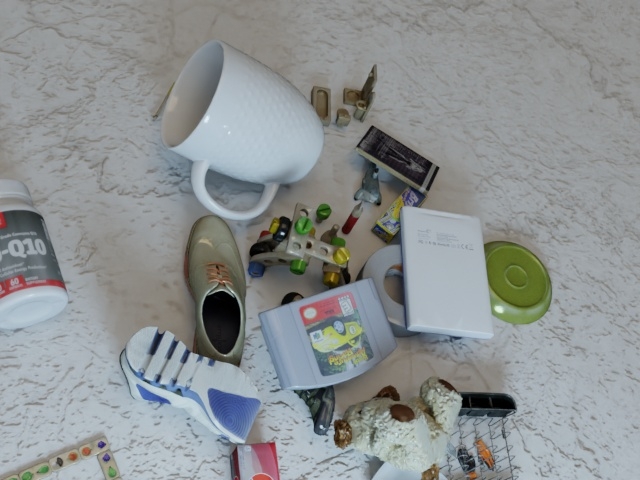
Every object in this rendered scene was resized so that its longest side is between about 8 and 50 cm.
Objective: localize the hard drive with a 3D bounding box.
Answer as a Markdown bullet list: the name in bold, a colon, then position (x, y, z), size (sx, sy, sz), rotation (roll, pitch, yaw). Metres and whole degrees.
- **hard drive**: position (0.300, 0.075, 1.866), size (0.210, 0.040, 0.318), rotation (8, 60, -14)

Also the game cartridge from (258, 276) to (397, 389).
- **game cartridge**: position (0.026, 0.206, 1.668), size (0.294, 0.060, 0.196), rotation (-16, 86, -31)

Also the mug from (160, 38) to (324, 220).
- **mug**: position (-0.179, -0.231, 1.824), size (0.328, 0.276, 0.374), rotation (24, 74, -33)

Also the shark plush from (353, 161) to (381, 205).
- **shark plush**: position (0.144, -0.160, 2.012), size (0.073, 0.067, 0.161), rotation (22, 56, -2)

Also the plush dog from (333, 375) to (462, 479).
- **plush dog**: position (0.150, 0.403, 1.638), size (0.262, 0.225, 0.210), rotation (-15, 108, -51)

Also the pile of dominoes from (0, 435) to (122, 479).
- **pile of dominoes**: position (-0.490, 0.504, 1.460), size (0.251, 0.040, 0.196), rotation (-20, 70, -26)

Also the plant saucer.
- **plant saucer**: position (0.501, 0.100, 2.005), size (0.241, 0.037, 0.241), rotation (8, 60, -14)

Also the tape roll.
- **tape roll**: position (0.194, 0.122, 1.873), size (0.219, 0.072, 0.219), rotation (8, 60, -15)

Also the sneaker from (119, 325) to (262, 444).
- **sneaker**: position (-0.283, 0.291, 1.584), size (0.315, 0.182, 0.127), rotation (38, 60, -18)

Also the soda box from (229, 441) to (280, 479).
- **soda box**: position (-0.121, 0.541, 1.528), size (0.083, 0.092, 0.263), rotation (0, 62, -19)

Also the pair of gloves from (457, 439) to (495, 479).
- **pair of gloves**: position (0.353, 0.498, 1.753), size (0.083, 0.010, 0.074), rotation (-16, 64, -23)

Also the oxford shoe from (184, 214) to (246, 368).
- **oxford shoe**: position (-0.218, 0.102, 1.705), size (0.141, 0.146, 0.397), rotation (-2, 63, -18)

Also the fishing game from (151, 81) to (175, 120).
- **fishing game**: position (-0.278, -0.317, 1.980), size (0.264, 0.041, 0.189), rotation (28, 59, -3)

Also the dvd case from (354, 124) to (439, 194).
- **dvd case**: position (0.206, -0.216, 2.058), size (0.221, 0.018, 0.164), rotation (32, 34, 1)

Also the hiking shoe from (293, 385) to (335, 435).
- **hiking shoe**: position (-0.032, 0.321, 1.694), size (0.114, 0.086, 0.227), rotation (-1, 54, -9)

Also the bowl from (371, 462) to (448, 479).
- **bowl**: position (0.183, 0.531, 1.638), size (0.142, 0.053, 0.142), rotation (30, 54, 27)

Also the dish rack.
- **dish rack**: position (0.343, 0.476, 1.712), size (0.208, 0.074, 0.271), rotation (3, 58, -9)

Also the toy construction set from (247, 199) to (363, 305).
- **toy construction set**: position (0.000, 0.000, 1.779), size (0.257, 0.237, 0.309), rotation (39, 58, 5)

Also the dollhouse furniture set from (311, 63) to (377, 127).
- **dollhouse furniture set**: position (0.063, -0.393, 2.082), size (0.151, 0.123, 0.144), rotation (8, 60, -14)

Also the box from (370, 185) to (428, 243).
- **box**: position (0.204, -0.071, 1.992), size (0.059, 0.054, 0.169), rotation (40, 57, 6)

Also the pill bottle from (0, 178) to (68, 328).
- **pill bottle**: position (-0.639, 0.024, 1.603), size (0.161, 0.161, 0.283), rotation (-16, 68, -25)
